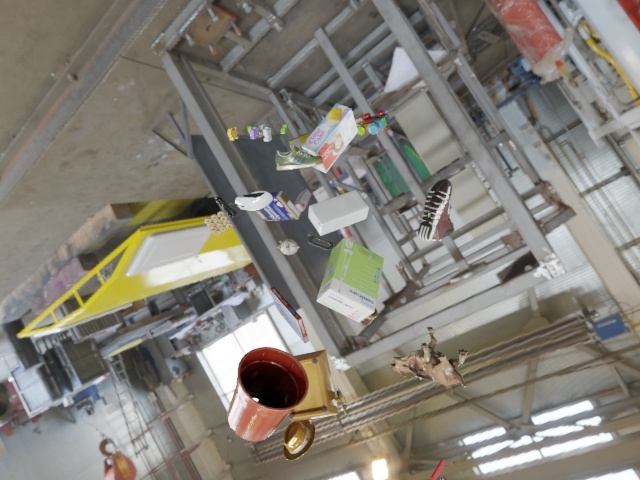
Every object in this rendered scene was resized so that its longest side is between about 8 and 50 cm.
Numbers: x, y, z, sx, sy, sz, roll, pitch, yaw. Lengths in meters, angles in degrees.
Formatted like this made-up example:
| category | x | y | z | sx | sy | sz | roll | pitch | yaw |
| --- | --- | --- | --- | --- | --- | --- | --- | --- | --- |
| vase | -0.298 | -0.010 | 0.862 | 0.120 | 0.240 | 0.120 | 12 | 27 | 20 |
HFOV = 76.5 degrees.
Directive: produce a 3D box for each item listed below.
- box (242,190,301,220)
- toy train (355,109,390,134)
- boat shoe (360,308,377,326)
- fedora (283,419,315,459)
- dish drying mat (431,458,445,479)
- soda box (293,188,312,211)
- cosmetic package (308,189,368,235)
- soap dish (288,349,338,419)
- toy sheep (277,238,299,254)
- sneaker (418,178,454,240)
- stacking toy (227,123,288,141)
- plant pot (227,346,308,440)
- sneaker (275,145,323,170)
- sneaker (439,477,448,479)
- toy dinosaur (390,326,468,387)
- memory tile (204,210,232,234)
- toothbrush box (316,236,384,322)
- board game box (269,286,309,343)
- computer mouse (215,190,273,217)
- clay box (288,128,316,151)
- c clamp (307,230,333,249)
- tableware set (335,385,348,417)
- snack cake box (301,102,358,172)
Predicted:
| category | x | y | z | sx | sy | sz | roll | pitch | yaw |
| --- | --- | --- | --- | --- | --- | --- | --- | --- | --- |
| box | -0.201 | -0.132 | 1.598 | 0.226 | 0.136 | 0.036 | 1 | -125 | 38 |
| toy train | 0.238 | -0.614 | 2.196 | 0.248 | 0.105 | 0.143 | 3 | -142 | 39 |
| boat shoe | 0.165 | 0.330 | 2.246 | 0.123 | 0.342 | 0.123 | -15 | 141 | -47 |
| fedora | -0.114 | 0.892 | 1.851 | 0.194 | 0.079 | 0.194 | -34 | -158 | 16 |
| dish drying mat | 0.424 | 0.830 | 1.466 | 0.008 | 0.032 | 0.083 | 6 | -143 | 47 |
| soda box | -0.114 | -0.247 | 2.537 | 0.063 | 0.058 | 0.183 | -29 | -156 | 34 |
| cosmetic package | 0.076 | -0.119 | 1.717 | 0.231 | 0.117 | 0.085 | -21 | 147 | -19 |
| soap dish | -0.061 | 0.669 | 1.862 | 0.229 | 0.290 | 0.118 | -15 | 166 | 13 |
| toy sheep | -0.161 | 0.032 | 2.076 | 0.132 | 0.091 | 0.091 | 8 | -158 | 38 |
| sneaker | 0.544 | -0.124 | 1.806 | 0.163 | 0.281 | 0.106 | 11 | -166 | -33 |
| stacking toy | -0.246 | -0.444 | 1.635 | 0.167 | 0.052 | 0.221 | 7 | -154 | 18 |
| plant pot | -0.220 | 0.593 | 1.535 | 0.272 | 0.272 | 0.264 | -23 | 146 | -53 |
| sneaker | -0.088 | -0.336 | 1.626 | 0.192 | 0.086 | 0.064 | -8 | -157 | 2 |
| sneaker | 0.332 | 0.697 | 1.076 | 0.088 | 0.093 | 0.225 | -46 | 156 | -21 |
| toy dinosaur | 0.400 | 0.445 | 1.419 | 0.127 | 0.200 | 0.296 | -13 | -153 | -35 |
| memory tile | -0.527 | -0.088 | 2.103 | 0.113 | 0.012 | 0.148 | -27 | 148 | -4 |
| toothbrush box | 0.129 | 0.158 | 1.679 | 0.122 | 0.206 | 0.283 | -49 | -162 | 46 |
| board game box | -0.143 | 0.332 | 1.837 | 0.027 | 0.144 | 0.281 | -26 | -145 | -20 |
| computer mouse | -0.263 | -0.130 | 1.430 | 0.193 | 0.042 | 0.106 | -10 | 141 | 12 |
| clay box | -0.035 | -0.477 | 2.020 | 0.222 | 0.127 | 0.053 | -25 | -158 | -8 |
| c clamp | 0.000 | 0.000 | 2.126 | 0.137 | 0.161 | 0.022 | -46 | 157 | -61 |
| tableware set | 0.095 | 0.741 | 1.849 | 0.024 | 0.103 | 0.154 | -17 | 135 | 6 |
| snack cake box | 0.047 | -0.455 | 1.812 | 0.264 | 0.089 | 0.152 | -53 | 152 | -12 |
